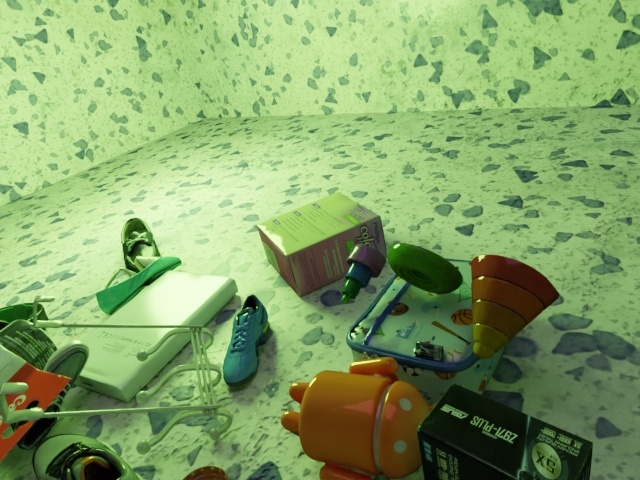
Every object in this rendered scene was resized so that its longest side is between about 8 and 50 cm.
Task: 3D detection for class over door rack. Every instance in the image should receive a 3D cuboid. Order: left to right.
[{"bbox_3d":[-0.326,0.222,0.775,0.325,0.108,0.239,18,18,-28],"label":"over door rack"}]

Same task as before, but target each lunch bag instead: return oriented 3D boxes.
[{"bbox_3d":[0.190,0.141,0.809,0.243,0.114,0.303,6,33,37],"label":"lunch bag"}]

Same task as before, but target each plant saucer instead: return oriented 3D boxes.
[{"bbox_3d":[-0.169,0.362,0.667,0.084,0.013,0.083,-11,29,6],"label":"plant saucer"}]

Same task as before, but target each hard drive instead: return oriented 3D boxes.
[{"bbox_3d":[-0.379,0.191,1.046,0.233,0.047,0.353,4,33,30],"label":"hard drive"}]

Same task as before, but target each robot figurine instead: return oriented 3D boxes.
[{"bbox_3d":[0.057,0.249,0.650,0.220,0.128,0.158,1,19,26],"label":"robot figurine"}]

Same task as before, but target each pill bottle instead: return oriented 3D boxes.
[{"bbox_3d":[-0.657,0.280,0.919,0.131,0.130,0.245,0,31,25],"label":"pill bottle"}]

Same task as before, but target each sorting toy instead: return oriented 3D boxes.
[{"bbox_3d":[0.159,0.089,0.724,0.366,0.127,0.126,8,63,49],"label":"sorting toy"}]

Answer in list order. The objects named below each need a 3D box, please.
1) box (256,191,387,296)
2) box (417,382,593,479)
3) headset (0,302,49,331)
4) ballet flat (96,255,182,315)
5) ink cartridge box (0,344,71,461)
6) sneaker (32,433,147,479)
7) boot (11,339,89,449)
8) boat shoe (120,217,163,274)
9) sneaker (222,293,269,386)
[{"bbox_3d":[0.000,0.000,1.149,0.243,0.117,0.213,-24,29,-17],"label":"box"},{"bbox_3d":[0.193,0.267,0.498,0.148,0.180,0.078,15,38,41],"label":"box"},{"bbox_3d":[-0.804,0.222,1.036,0.244,0.185,0.394,-8,18,12],"label":"headset"},{"bbox_3d":[-0.471,0.091,1.212,0.083,0.087,0.247,-35,7,47],"label":"ballet flat"},{"bbox_3d":[-0.581,0.262,0.780,0.233,0.066,0.189,4,37,17],"label":"ink cartridge box"},{"bbox_3d":[-0.343,0.339,0.692,0.272,0.107,0.100,6,35,35],"label":"sneaker"},{"bbox_3d":[-0.486,0.282,0.859,0.086,0.069,0.190,28,81,44],"label":"boot"},{"bbox_3d":[-0.545,0.016,1.395,0.114,0.091,0.303,-25,30,-20],"label":"boat shoe"},{"bbox_3d":[-0.152,0.187,0.912,0.069,0.082,0.209,-6,30,11],"label":"sneaker"}]
